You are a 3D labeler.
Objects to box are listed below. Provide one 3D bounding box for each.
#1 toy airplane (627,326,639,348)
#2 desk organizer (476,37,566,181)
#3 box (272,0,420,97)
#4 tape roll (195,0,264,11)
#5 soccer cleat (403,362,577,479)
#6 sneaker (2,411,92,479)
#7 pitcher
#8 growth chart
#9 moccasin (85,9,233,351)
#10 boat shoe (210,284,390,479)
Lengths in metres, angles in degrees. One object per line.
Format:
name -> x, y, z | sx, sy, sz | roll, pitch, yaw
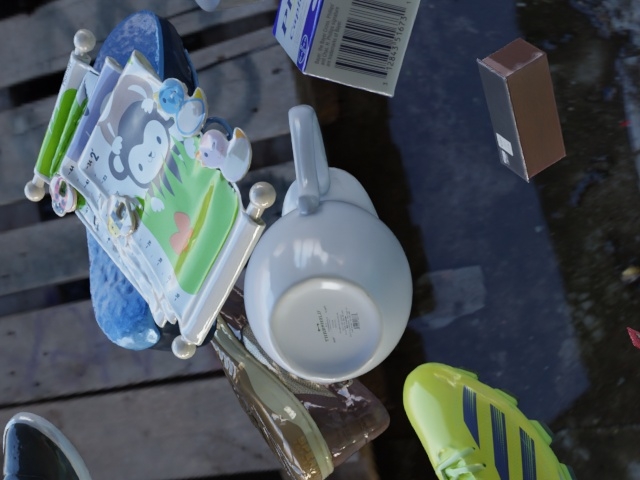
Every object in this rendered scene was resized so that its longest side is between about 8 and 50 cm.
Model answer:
toy airplane -> 0.339, 0.131, 1.107 | 0.151, 0.151, 0.028 | 35, 105, 20
desk organizer -> 0.197, -0.127, 1.206 | 0.047, 0.050, 0.130 | 45, 161, 47
box -> 0.022, -0.186, 0.900 | 0.072, 0.137, 0.126 | 11, 108, -15
tape roll -> -0.097, -0.336, 1.204 | 0.219, 0.072, 0.219 | 165, 90, -73
soccer cleat -> 0.145, 0.223, 0.958 | 0.289, 0.121, 0.093 | 55, 147, 14
sneaker -> -0.328, 0.350, 1.402 | 0.105, 0.147, 0.295 | 2, 110, 20
pitcher -> 0.000, 0.000, 0.953 | 0.126, 0.207, 0.177 | -14, 111, 8
growth chart -> -0.120, -0.039, 0.835 | 0.237, 0.021, 0.172 | 43, 125, 34
moccasin -> -0.160, -0.052, 1.196 | 0.138, 0.117, 0.341 | -17, 65, 39
boat shoe -> -0.031, 0.119, 1.247 | 0.123, 0.342, 0.123 | -28, 116, -10
